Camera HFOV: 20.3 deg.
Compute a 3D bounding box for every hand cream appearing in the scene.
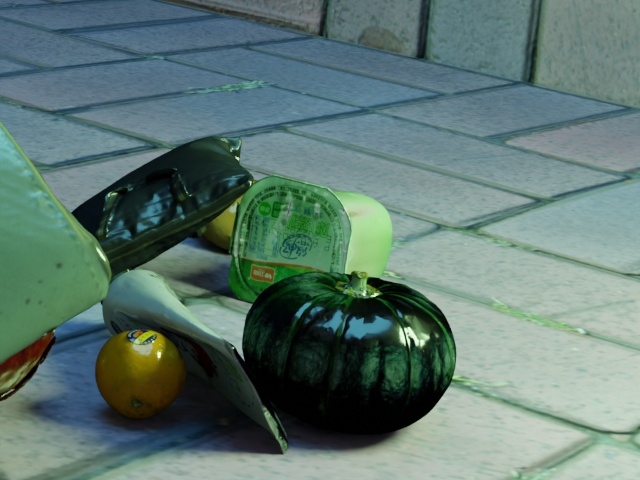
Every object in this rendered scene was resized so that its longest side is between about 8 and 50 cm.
[{"bbox_3d":[-0.124,0.096,1.664,0.076,0.121,0.336,-39,28,-13],"label":"hand cream"}]

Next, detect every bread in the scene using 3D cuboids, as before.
[{"bbox_3d":[-0.099,-0.039,2.184,0.114,0.077,0.189,-1,19,-6],"label":"bread"}]

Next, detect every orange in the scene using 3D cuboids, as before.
[{"bbox_3d":[-0.161,0.119,1.592,0.084,0.083,0.083,5,16,-1],"label":"orange"}]

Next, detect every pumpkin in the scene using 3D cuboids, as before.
[{"bbox_3d":[0.027,0.096,1.633,0.202,0.140,0.202,8,17,-2],"label":"pumpkin"}]

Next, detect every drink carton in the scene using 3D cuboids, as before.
[{"bbox_3d":[0.000,0.000,1.974,0.146,0.144,0.142,15,13,29],"label":"drink carton"}]

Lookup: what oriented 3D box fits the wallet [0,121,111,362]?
[{"bbox_3d":[-0.372,0.026,1.394,0.360,0.252,0.083,-32,-10,-23],"label":"wallet"}]

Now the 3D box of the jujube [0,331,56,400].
[{"bbox_3d":[-0.340,0.066,1.532,0.183,0.183,0.243,17,21,35],"label":"jujube"}]

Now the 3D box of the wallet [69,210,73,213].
[{"bbox_3d":[-0.327,-0.016,2.113,0.122,0.025,0.061,-10,16,-43],"label":"wallet"}]

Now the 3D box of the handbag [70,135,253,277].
[{"bbox_3d":[-0.193,-0.030,1.975,0.254,0.088,0.211,-27,18,1],"label":"handbag"}]
